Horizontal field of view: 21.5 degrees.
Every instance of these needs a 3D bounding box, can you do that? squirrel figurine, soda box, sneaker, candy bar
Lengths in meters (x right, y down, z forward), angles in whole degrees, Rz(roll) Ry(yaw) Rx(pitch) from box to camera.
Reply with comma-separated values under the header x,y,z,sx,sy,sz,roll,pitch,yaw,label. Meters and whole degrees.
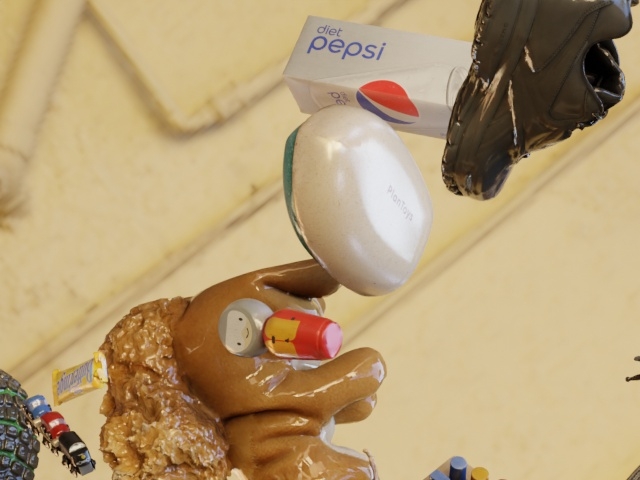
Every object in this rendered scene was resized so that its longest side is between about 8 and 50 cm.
x,y,z,sx,sy,sz,roll,pitch,yaw,label
-0.102,0.246,2.201,0.397,0.370,0.281,-10,169,-17,squirrel figurine
0.105,-0.194,2.072,0.098,0.286,0.091,-67,156,-22,soda box
0.175,-0.117,1.372,0.286,0.130,0.109,102,6,-58,sneaker
-0.449,0.319,2.080,0.134,0.343,0.146,21,160,-39,sneaker
-0.251,0.144,1.751,0.018,0.040,0.161,3,168,-25,candy bar

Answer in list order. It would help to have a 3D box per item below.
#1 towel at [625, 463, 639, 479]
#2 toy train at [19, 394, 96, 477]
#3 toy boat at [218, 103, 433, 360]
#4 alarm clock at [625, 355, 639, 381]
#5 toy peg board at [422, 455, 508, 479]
x,y,z,sx,sy,sz,roll,pitch,yaw,label
0.441,0.286,1.831,0.312,0.056,0.324,-44,-157,-10,towel
-0.255,0.183,1.618,0.027,0.036,0.158,-22,-155,-22,toy train
0.000,0.000,1.934,0.267,0.148,0.318,55,51,-44,toy boat
0.505,0.177,2.207,0.064,0.192,0.129,-49,156,-63,alarm clock
0.163,0.321,1.958,0.161,0.161,0.079,-33,143,-31,toy peg board
